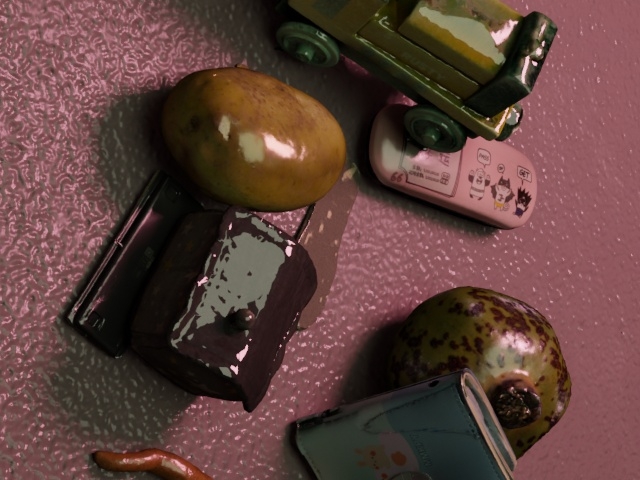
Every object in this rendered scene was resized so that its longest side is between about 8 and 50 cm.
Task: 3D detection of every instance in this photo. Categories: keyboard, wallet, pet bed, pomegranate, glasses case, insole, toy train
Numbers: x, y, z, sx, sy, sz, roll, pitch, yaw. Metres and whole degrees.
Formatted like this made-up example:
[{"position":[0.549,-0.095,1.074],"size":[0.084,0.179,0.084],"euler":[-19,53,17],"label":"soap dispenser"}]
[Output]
[{"position":[-0.220,0.026,1.820],"size":[0.093,0.025,0.230],"euler":[45,61,-29],"label":"keyboard"},{"position":[0.110,0.269,1.931],"size":[0.176,0.250,0.075],"euler":[61,28,-18],"label":"wallet"},{"position":[-0.106,0.077,1.806],"size":[0.183,0.159,0.211],"euler":[45,62,-38],"label":"pet bed"},{"position":[0.217,0.184,2.019],"size":[0.254,0.270,0.254],"euler":[-2,101,-12],"label":"pomegranate"},{"position":[0.189,-0.100,2.129],"size":[0.314,0.075,0.122],"euler":[19,73,-35],"label":"glasses case"},{"position":[0.000,0.000,2.010],"size":[0.081,0.011,0.248],"euler":[34,65,-35],"label":"insole"},{"position":[0.119,-0.267,1.935],"size":[0.397,0.253,0.160],"euler":[32,65,-12],"label":"toy train"}]

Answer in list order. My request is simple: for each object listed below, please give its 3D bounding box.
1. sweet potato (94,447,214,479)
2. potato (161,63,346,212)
[{"position":[-0.191,0.273,1.817],"size":[0.179,0.044,0.044],"euler":[24,72,-37],"label":"sweet potato"},{"position":[-0.085,-0.122,1.861],"size":[0.228,0.148,0.197],"euler":[-16,82,-51],"label":"potato"}]
